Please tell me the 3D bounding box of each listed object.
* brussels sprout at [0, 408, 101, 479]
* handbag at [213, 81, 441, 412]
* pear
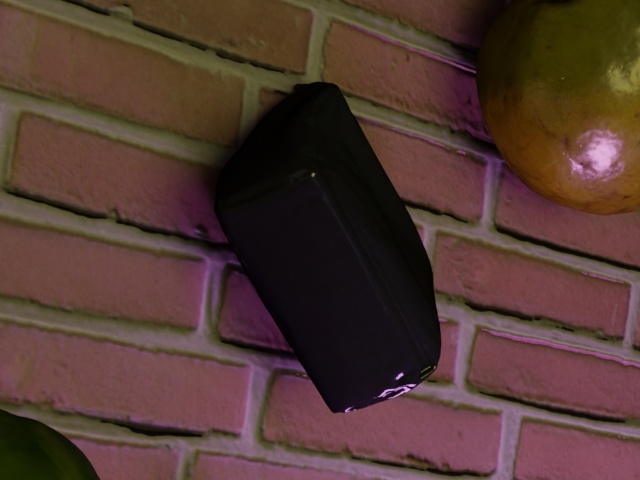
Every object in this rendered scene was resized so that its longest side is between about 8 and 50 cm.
[{"bbox_3d":[-0.355,0.295,1.361,0.371,0.315,0.276,-32,138,-6],"label":"brussels sprout"},{"bbox_3d":[-0.003,0.002,1.722,0.178,0.275,0.302,-25,114,11],"label":"handbag"},{"bbox_3d":[0.338,-0.173,1.914,0.287,0.287,0.375,-48,137,-27],"label":"pear"}]
